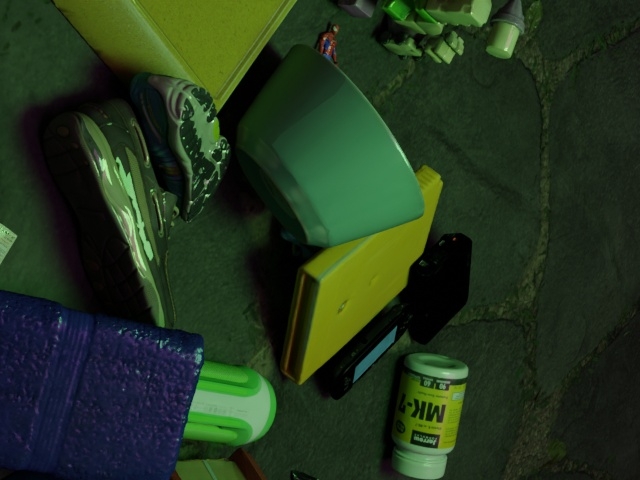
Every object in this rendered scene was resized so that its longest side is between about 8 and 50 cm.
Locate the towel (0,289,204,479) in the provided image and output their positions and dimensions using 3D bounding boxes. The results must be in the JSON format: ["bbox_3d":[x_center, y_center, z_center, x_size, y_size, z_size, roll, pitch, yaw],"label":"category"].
[{"bbox_3d":[-0.319,0.193,1.676,0.308,0.076,0.227,14,97,-19],"label":"towel"}]

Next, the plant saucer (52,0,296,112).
[{"bbox_3d":[-0.159,-0.342,1.764,0.332,0.081,0.333,-58,138,-19],"label":"plant saucer"}]

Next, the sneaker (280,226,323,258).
[{"bbox_3d":[0.000,0.000,2.093,0.082,0.069,0.209,-29,155,14],"label":"sneaker"}]

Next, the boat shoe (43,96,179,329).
[{"bbox_3d":[-0.245,-0.027,1.735,0.130,0.132,0.355,-38,131,-34],"label":"boat shoe"}]

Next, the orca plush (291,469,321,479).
[{"bbox_3d":[-0.047,0.538,2.184,0.287,0.102,0.151,-57,138,-19],"label":"orca plush"}]

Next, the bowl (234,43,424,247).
[{"bbox_3d":[-0.008,-0.111,1.885,0.163,0.311,0.311,-37,131,-11],"label":"bowl"}]

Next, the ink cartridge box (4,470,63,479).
[{"bbox_3d":[-0.268,0.490,1.680,0.166,0.395,0.285,-28,123,-40],"label":"ink cartridge box"}]

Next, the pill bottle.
[{"bbox_3d":[0.194,0.318,2.373,0.119,0.119,0.208,-2,104,-49],"label":"pill bottle"}]

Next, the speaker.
[{"bbox_3d":[-0.197,0.226,1.881,0.296,0.131,0.131,18,89,-51],"label":"speaker"}]

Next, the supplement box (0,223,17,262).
[{"bbox_3d":[-0.424,0.021,1.597,0.036,0.062,0.098,43,69,-46],"label":"supplement box"}]

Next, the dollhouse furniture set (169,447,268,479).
[{"bbox_3d":[-0.128,0.472,1.838,0.201,0.374,0.152,12,123,-49],"label":"dollhouse furniture set"}]

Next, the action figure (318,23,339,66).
[{"bbox_3d":[0.007,-0.279,2.021,0.038,0.030,0.115,16,89,-45],"label":"action figure"}]

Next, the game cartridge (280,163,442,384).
[{"bbox_3d":[0.067,0.051,2.105,0.324,0.053,0.285,-41,157,-35],"label":"game cartridge"}]

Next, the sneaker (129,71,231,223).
[{"bbox_3d":[-0.193,-0.131,1.777,0.107,0.110,0.275,-55,158,-30],"label":"sneaker"}]

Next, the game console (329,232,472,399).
[{"bbox_3d":[0.141,0.149,2.270,0.361,0.044,0.213,-42,151,-25],"label":"game console"}]

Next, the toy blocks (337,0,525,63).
[{"bbox_3d":[0.179,-0.447,1.966,0.309,0.289,0.260,31,75,-49],"label":"toy blocks"}]
